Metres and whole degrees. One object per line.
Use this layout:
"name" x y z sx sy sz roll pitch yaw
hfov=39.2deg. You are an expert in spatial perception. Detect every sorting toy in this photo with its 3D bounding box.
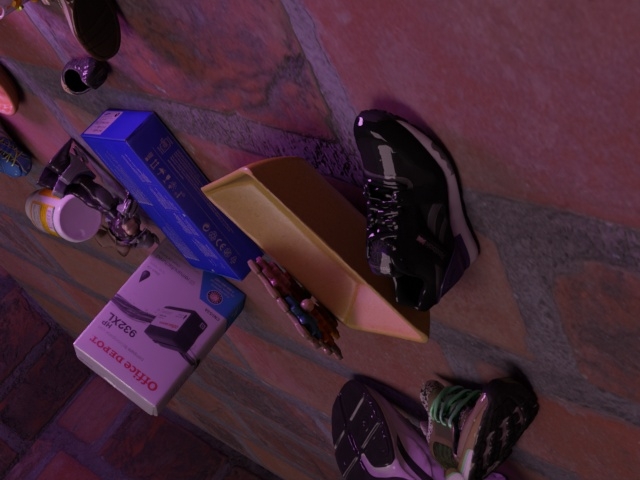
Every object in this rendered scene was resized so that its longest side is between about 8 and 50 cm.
"sorting toy" -0.471 -0.365 1.359 0.045 0.075 0.083 37 159 5

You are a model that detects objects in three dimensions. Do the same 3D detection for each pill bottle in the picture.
"pill bottle" -0.613 -0.067 2.121 0.208 0.117 0.117 13 147 47

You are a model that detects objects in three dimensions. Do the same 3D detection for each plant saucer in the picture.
"plant saucer" -0.679 -0.335 1.803 0.200 0.037 0.200 32 158 14
"plant saucer" 0.000 0.000 1.288 0.333 0.081 0.333 44 167 -12

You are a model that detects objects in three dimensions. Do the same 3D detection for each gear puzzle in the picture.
"gear puzzle" -0.012 0.120 1.533 0.175 0.044 0.339 51 -178 20

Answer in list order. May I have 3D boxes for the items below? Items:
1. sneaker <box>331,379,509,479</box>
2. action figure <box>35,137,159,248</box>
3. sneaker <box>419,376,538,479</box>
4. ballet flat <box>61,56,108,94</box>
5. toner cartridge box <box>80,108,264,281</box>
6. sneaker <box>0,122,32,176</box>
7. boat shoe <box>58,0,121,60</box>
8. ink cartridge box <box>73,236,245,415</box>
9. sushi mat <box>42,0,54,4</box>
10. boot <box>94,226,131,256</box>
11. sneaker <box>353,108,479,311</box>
"sneaker" 0.206 0.461 1.802 0.257 0.169 0.447 10 -151 -35
"action figure" -0.446 -0.078 1.876 0.285 0.099 0.185 41 152 -16
"sneaker" 0.230 0.306 1.512 0.182 0.158 0.410 44 158 21
"ballet flat" -0.397 -0.266 1.474 0.057 0.049 0.173 48 157 -21
"toner cartridge box" -0.257 -0.078 1.592 0.165 0.075 0.348 14 148 48
"sneaker" -0.725 -0.217 2.078 0.126 0.091 0.240 21 159 -6
"boat shoe" -0.332 -0.337 1.230 0.072 0.068 0.190 37 153 42
"ink cartridge box" -0.342 0.184 1.931 0.223 0.307 0.129 37 159 4
"sushi mat" -0.466 -0.452 1.190 0.316 0.019 0.151 56 168 -32
"boot" -0.506 -0.009 2.181 0.118 0.042 0.087 33 152 11
"sneaker" 0.101 -0.022 1.067 0.107 0.124 0.283 16 149 43
